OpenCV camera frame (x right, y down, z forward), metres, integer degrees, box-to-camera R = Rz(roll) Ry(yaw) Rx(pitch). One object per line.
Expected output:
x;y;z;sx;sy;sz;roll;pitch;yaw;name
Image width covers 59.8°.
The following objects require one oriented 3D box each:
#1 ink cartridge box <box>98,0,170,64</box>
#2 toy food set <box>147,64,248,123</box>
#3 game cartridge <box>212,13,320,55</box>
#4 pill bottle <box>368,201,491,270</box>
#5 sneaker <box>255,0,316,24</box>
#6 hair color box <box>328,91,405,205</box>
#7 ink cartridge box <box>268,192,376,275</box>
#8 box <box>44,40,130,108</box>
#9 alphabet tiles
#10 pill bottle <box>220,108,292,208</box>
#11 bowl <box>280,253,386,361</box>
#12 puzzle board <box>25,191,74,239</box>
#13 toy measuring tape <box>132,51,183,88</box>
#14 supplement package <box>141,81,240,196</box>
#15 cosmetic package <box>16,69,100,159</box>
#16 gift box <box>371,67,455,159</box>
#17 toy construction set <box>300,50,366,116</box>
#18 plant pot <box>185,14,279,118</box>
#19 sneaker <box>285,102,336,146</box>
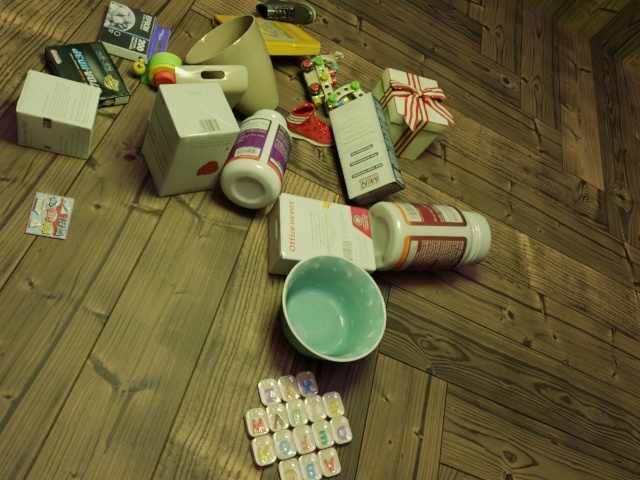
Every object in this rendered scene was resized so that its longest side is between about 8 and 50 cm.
-0.614;-0.684;1.857;0.208;0.045;0.206;14;56;-21;ink cartridge box
-0.375;-0.431;1.672;0.219;0.306;0.092;-13;82;-33;toy food set
-0.193;-0.756;2.045;0.323;0.053;0.285;-13;44;-32;game cartridge
0.352;-0.010;1.842;0.392;0.224;0.224;2;61;-27;pill bottle
-0.133;-0.862;2.122;0.222;0.083;0.118;22;38;25;sneaker
0.158;-0.314;1.924;0.105;0.174;0.347;23;51;-59;hair color box
0.000;0.000;1.712;0.306;0.131;0.226;9;59;-21;ink cartridge box
-0.707;-0.501;1.694;0.175;0.051;0.220;-21;74;-35;box
-0.055;0.489;1.463;0.284;0.021;0.278;-4;64;-29;alphabet tiles
-0.190;-0.263;1.725;0.181;0.181;0.323;23;46;-14;pill bottle
0.010;0.210;1.569;0.311;0.163;0.312;13;59;-22;bowl
-0.708;-0.067;1.461;0.096;0.011;0.128;11;57;-22;puzzle board
-0.440;-0.537;1.815;0.330;0.121;0.121;8;59;-24;toy measuring tape
-0.375;-0.281;1.580;0.177;0.293;0.175;-14;69;-33;supplement package
-0.718;-0.342;1.531;0.183;0.151;0.151;10;58;-21;cosmetic package
0.325;-0.457;2.072;0.255;0.258;0.276;2;60;-26;gift box
0.046;-0.597;2.078;0.215;0.151;0.328;-15;60;-7;toy construction set
-0.255;-0.540;1.817;0.274;0.256;0.256;56;42;-37;plant pot
-0.013;-0.403;1.946;0.221;0.128;0.087;4;60;-25;sneaker
